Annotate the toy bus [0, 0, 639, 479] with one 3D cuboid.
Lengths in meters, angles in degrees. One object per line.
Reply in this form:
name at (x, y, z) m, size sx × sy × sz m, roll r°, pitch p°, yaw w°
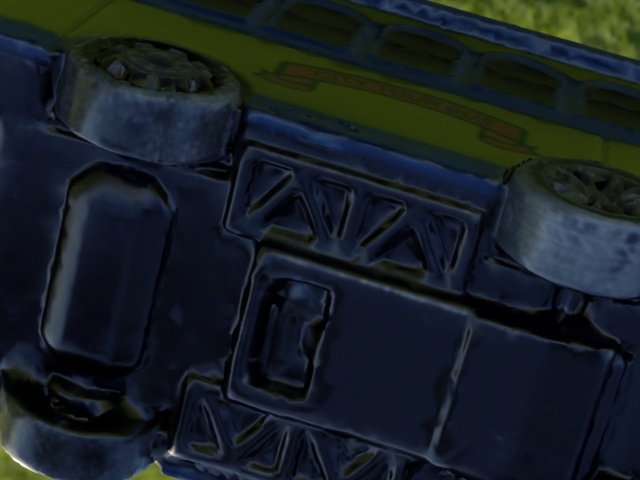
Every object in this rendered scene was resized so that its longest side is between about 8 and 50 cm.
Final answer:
toy bus at (0.000, 0.000, 0.589) m, size 0.288 × 0.138 × 0.175 m, roll 17°, pitch -157°, yaw 5°
